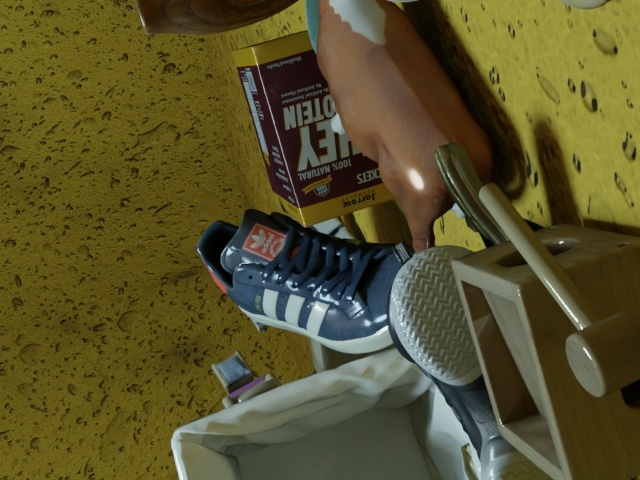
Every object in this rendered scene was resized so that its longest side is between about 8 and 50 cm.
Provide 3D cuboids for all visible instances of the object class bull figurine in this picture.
[{"bbox_3d":[0.060,-0.123,0.887,0.188,0.101,0.310,77,174,-55],"label":"bull figurine"}]

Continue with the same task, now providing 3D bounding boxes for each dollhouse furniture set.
[{"bbox_3d":[-0.059,0.055,1.420,0.303,0.286,0.198,54,163,32],"label":"dollhouse furniture set"}]

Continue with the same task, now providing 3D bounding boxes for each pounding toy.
[{"bbox_3d":[0.154,0.042,0.592,0.206,0.094,0.181,-152,44,-79],"label":"pounding toy"}]

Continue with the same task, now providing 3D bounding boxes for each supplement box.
[{"bbox_3d":[-0.001,-0.136,1.162,0.191,0.129,0.194,-142,35,-76],"label":"supplement box"}]

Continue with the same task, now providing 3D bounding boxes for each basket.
[{"bbox_3d":[0.038,0.324,1.191,0.266,0.331,0.328,95,156,-75],"label":"basket"}]

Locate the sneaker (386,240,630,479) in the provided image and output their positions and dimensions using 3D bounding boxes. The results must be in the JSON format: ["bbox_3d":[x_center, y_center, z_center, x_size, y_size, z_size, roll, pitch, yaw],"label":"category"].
[{"bbox_3d":[0.135,0.111,0.796,0.268,0.101,0.153,58,180,-11],"label":"sneaker"}]

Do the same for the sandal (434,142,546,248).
[{"bbox_3d":[0.142,0.001,0.728,0.180,0.049,0.072,56,180,-13],"label":"sandal"}]

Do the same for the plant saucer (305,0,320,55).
[{"bbox_3d":[0.023,-0.225,1.001,0.119,0.021,0.119,-23,-64,-60],"label":"plant saucer"}]

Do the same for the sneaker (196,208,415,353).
[{"bbox_3d":[-0.021,0.031,1.176,0.350,0.131,0.148,-2,141,51],"label":"sneaker"}]

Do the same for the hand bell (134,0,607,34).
[{"bbox_3d":[0.021,-0.151,0.552,0.126,0.242,0.126,162,90,-83],"label":"hand bell"}]
